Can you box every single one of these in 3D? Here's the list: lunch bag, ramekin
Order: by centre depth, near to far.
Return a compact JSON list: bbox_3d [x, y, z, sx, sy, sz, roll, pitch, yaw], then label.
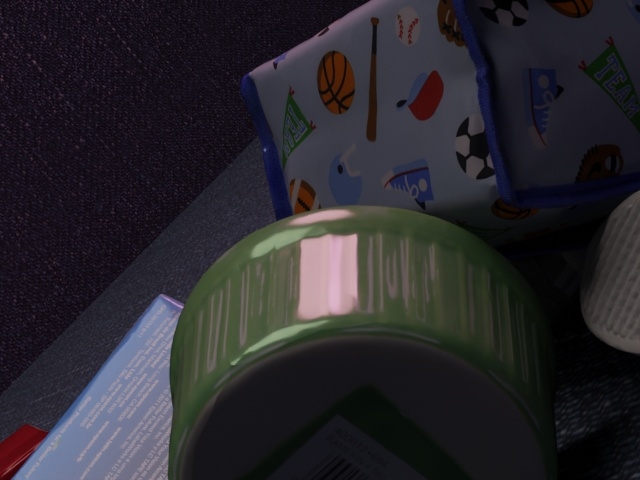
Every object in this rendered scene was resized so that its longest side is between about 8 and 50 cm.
[{"bbox_3d":[0.031,0.140,0.925,0.303,0.303,0.148,-36,21,19],"label":"ramekin"},{"bbox_3d":[0.185,-0.103,1.105,0.385,0.239,0.328,-10,-3,-36],"label":"lunch bag"}]

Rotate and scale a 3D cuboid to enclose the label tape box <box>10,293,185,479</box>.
[{"bbox_3d":[-0.086,0.230,1.197,0.347,0.115,0.249,24,65,30],"label":"label tape box"}]

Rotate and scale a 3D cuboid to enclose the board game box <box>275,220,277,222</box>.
[{"bbox_3d":[0.000,0.000,1.711,0.318,0.066,0.319,-41,-9,-15],"label":"board game box"}]

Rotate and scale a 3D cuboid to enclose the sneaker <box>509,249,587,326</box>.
[{"bbox_3d":[0.162,0.067,1.258,0.132,0.086,0.228,-50,17,-29],"label":"sneaker"}]

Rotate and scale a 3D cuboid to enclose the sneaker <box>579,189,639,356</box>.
[{"bbox_3d":[0.327,0.027,0.819,0.366,0.150,0.135,-11,62,60],"label":"sneaker"}]

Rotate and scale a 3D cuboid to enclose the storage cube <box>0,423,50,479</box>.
[{"bbox_3d":[-0.355,0.351,1.500,0.193,0.215,0.183,-39,11,-22],"label":"storage cube"}]
